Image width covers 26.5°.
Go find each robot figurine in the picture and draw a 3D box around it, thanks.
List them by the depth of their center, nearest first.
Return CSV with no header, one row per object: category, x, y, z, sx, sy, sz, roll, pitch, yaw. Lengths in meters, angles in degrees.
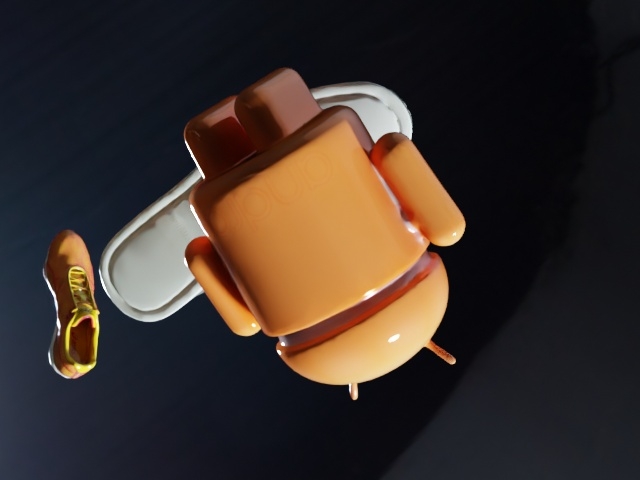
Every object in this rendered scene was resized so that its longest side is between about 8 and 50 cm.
robot figurine,-0.001,0.001,0.881,0.219,0.158,0.128,59,171,-8

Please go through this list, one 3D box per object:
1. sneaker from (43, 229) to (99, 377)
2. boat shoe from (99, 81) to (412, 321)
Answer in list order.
sneaker,-0.281,0.072,1.584,0.067,0.064,0.175,-20,74,50
boat shoe,-0.047,-0.039,1.103,0.305,0.091,0.109,-32,91,25
